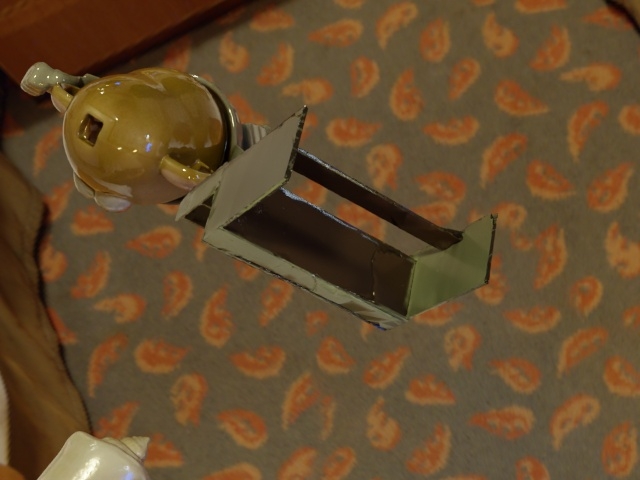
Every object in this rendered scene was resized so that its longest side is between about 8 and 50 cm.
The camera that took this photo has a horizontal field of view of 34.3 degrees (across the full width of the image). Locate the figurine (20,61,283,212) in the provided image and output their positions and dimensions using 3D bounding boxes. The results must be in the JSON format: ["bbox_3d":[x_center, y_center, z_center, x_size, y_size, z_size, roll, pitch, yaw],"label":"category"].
[{"bbox_3d":[-0.171,-0.105,1.144,0.343,0.285,0.167,7,88,19],"label":"figurine"}]

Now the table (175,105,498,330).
[{"bbox_3d":[0.000,0.000,0.670,0.175,0.146,0.062,-31,38,53],"label":"table"}]

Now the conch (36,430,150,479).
[{"bbox_3d":[-0.225,0.251,0.973,0.094,0.104,0.176,23,58,21],"label":"conch"}]
